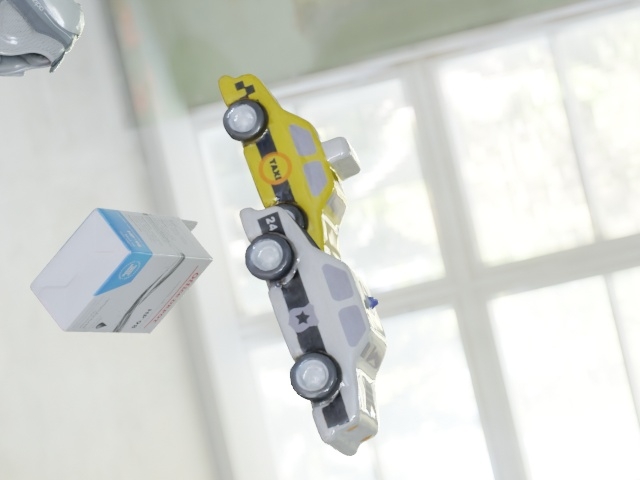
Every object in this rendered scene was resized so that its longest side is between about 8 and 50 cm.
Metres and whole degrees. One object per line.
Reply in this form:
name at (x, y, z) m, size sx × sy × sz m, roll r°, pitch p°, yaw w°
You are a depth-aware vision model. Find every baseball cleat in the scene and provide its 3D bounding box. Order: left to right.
baseball cleat at (-0.312, -0.212, 1.728) m, size 0.206 × 0.109 × 0.072 m, roll 23°, pitch 147°, yaw 5°

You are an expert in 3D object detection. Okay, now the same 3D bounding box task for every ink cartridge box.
ink cartridge box at (-0.173, 0.031, 1.843) m, size 0.104 × 0.060 × 0.180 m, roll -49°, pitch 157°, yaw 17°

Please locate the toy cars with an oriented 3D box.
toy cars at (0.000, 0.000, 1.524) m, size 0.087 × 0.176 × 0.393 m, roll -23°, pitch -147°, yaw 7°
